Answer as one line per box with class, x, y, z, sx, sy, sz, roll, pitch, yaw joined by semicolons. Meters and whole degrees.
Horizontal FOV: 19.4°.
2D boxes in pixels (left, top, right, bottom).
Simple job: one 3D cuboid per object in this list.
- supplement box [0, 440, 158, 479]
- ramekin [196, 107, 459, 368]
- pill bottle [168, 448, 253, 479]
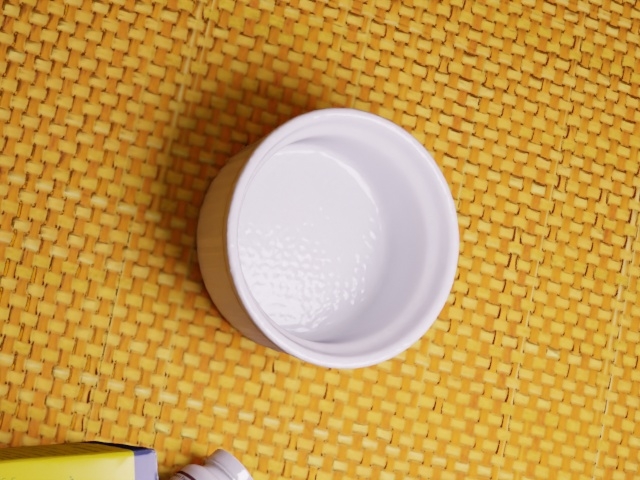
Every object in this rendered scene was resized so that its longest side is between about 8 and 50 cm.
supplement box;-0.353;0.305;1.815;0.356;0.194;0.195;-1;88;-26
ramekin;0.000;0.000;2.038;0.277;0.135;0.277;1;87;-26
pill bottle;-0.142;0.293;1.979;0.152;0.086;0.086;-40;104;-22
